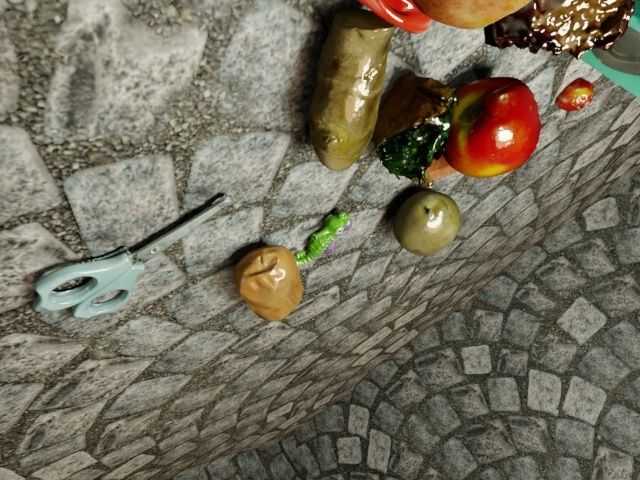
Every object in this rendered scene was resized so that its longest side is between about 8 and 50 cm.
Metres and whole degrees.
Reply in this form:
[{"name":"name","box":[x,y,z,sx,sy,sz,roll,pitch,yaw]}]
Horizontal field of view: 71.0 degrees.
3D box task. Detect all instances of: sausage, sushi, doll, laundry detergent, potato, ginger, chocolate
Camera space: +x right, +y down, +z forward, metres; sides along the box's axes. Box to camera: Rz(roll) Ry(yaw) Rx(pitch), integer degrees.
[{"name":"sausage","box":[0.258,-0.171,1.025,0.169,0.065,0.065,-20,150,-29]},{"name":"sushi","box":[0.168,-0.178,0.826,0.149,0.140,0.287,-31,153,-17]},{"name":"doll","box":[0.000,0.000,1.037,0.115,0.050,0.190,-1,141,-52]},{"name":"sausage","box":[-0.110,0.098,0.997,0.136,0.120,0.241,-17,151,-7]},{"name":"laundry detergent","box":[0.070,-0.316,0.553,0.165,0.098,0.049,1,161,-38]},{"name":"potato","box":[0.272,-0.049,1.146,0.175,0.159,0.251,-62,163,-1]},{"name":"ginger","box":[0.040,-0.209,0.671,0.116,0.109,0.263,-18,148,-23]},{"name":"chocolate","box":[0.407,-0.380,0.726,0.206,0.177,0.224,-14,146,-34]}]

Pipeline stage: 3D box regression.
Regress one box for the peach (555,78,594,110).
[{"name":"peach","box":[0.645,-0.371,1.142,0.083,0.078,0.050,2,-177,39]}]

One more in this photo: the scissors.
[{"name":"scissors","box":[-0.302,0.022,0.765,0.360,0.029,0.191,-36,157,-1]}]

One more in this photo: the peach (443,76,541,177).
[{"name":"peach","box":[0.344,-0.222,0.902,0.226,0.189,0.196,10,102,-49]}]

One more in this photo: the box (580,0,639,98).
[{"name":"box","box":[0.645,-0.372,0.846,0.205,0.311,0.118,-23,150,-20]}]

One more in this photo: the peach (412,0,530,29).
[{"name":"peach","box":[0.173,-0.369,0.464,0.232,0.257,0.232,-30,-165,9]}]
